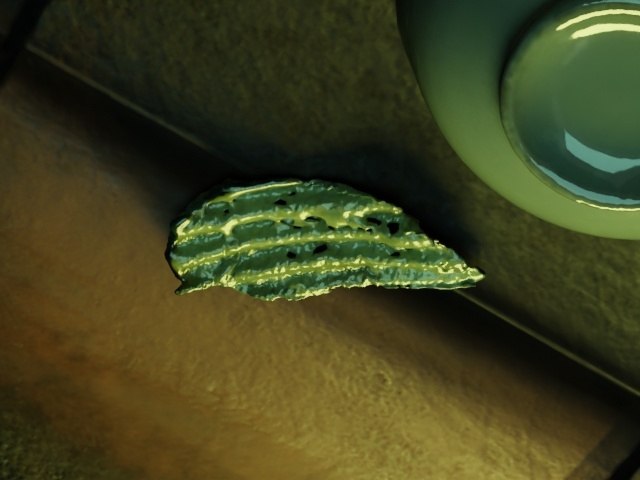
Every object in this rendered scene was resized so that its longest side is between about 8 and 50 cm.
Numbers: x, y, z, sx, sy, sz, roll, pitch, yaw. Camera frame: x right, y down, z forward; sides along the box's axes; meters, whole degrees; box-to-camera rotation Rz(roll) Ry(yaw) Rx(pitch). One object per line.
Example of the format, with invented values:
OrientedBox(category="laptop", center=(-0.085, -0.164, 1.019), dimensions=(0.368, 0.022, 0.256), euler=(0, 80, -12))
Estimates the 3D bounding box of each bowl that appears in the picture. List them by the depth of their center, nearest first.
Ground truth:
OrientedBox(category="bowl", center=(0.173, -0.107, 1.013), dimensions=(0.289, 0.146, 0.289), euler=(6, 123, 9))

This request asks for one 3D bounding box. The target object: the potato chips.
OrientedBox(category="potato chips", center=(0.000, 0.000, 1.182), dimensions=(0.207, 0.028, 0.092), euler=(-1, 122, 11))
